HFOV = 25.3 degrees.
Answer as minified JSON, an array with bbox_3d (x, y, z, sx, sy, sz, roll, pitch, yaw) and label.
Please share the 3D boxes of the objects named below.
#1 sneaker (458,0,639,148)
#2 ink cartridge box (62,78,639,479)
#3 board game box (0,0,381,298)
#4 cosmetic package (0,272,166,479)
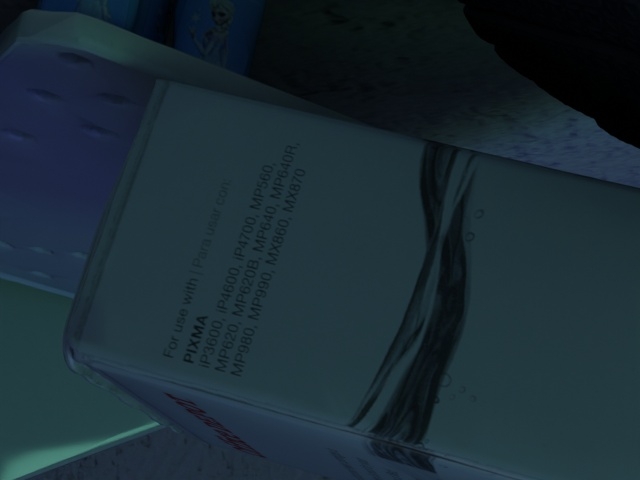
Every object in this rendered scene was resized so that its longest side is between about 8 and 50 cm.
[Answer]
[{"bbox_3d":[0.161,-0.069,0.432,0.314,0.136,0.116,28,-176,-38],"label":"sneaker"},{"bbox_3d":[0.051,0.038,0.446,0.218,0.092,0.158,12,166,12],"label":"ink cartridge box"},{"bbox_3d":[0.000,0.000,0.657,0.390,0.050,0.390,18,164,-25],"label":"board game box"},{"bbox_3d":[-0.258,0.089,0.860,0.385,0.156,0.217,-20,-179,-28],"label":"cosmetic package"}]
